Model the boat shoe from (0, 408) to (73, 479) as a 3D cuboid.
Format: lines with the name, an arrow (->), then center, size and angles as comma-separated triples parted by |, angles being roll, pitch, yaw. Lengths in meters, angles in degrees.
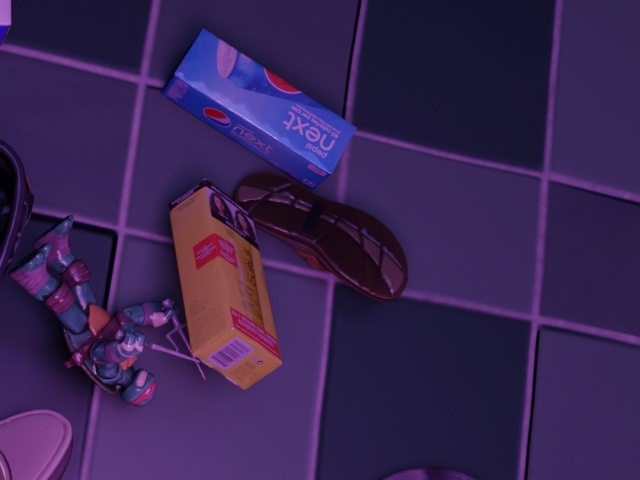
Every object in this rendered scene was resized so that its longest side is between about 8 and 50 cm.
boat shoe -> -0.370, 0.307, 1.859 | 0.112, 0.095, 0.335 | 27, 58, 27

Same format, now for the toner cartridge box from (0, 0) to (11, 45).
toner cartridge box -> -0.510, -0.307, 1.992 | 0.348, 0.075, 0.165 | 2, 75, -19

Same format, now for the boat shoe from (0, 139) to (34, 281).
boat shoe -> -0.444, 0.094, 1.852 | 0.187, 0.156, 0.500 | 34, 67, -9

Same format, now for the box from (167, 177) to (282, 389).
box -> -0.103, 0.043, 1.964 | 0.087, 0.058, 0.232 | 39, 26, -37

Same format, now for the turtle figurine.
turtle figurine -> -0.216, 0.092, 1.914 | 0.118, 0.175, 0.234 | -38, 103, 6

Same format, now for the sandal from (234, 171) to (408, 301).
sandal -> 0.000, 0.000, 2.094 | 0.219, 0.060, 0.090 | 26, 60, 5

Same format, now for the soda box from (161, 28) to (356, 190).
soda box -> -0.070, -0.147, 2.104 | 0.210, 0.067, 0.071 | 33, 66, -8

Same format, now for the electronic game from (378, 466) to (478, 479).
electronic game -> 0.120, 0.362, 2.025 | 0.229, 0.048, 0.229 | 2, 79, -12

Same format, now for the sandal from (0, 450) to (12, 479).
sandal -> -0.437, 0.264, 1.738 | 0.303, 0.086, 0.120 | -11, 92, -15
